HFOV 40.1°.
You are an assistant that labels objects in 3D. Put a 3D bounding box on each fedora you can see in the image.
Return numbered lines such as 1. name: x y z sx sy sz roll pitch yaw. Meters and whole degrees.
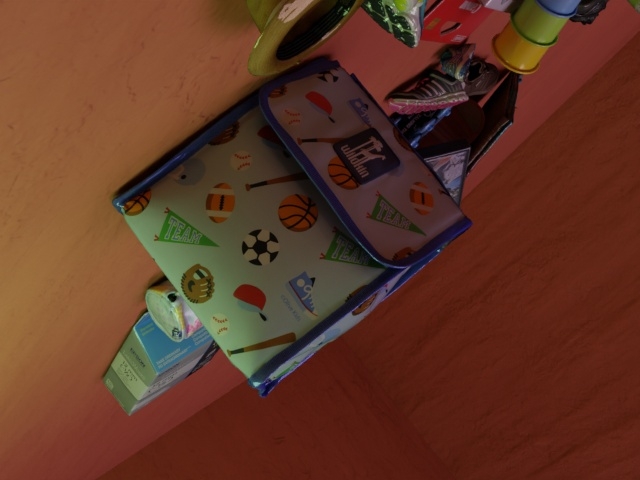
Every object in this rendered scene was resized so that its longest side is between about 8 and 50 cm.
1. fedora: -0.024 -0.256 0.928 0.194 0.079 0.194 -40 176 -3

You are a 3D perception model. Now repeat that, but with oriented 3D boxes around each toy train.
1. toy train: 0.212 -0.260 1.798 0.184 0.080 0.105 -45 177 31

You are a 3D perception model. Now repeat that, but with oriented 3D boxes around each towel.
1. towel: 0.393 -0.258 2.143 0.271 0.040 0.370 -53 -176 31

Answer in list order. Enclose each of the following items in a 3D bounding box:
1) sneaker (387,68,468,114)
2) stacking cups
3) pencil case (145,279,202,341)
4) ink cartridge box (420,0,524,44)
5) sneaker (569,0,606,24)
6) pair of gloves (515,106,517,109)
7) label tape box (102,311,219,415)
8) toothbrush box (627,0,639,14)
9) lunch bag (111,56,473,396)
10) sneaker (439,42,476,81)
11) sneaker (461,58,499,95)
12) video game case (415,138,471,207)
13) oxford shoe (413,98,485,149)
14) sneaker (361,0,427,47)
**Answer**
1. sneaker: 0.200 -0.289 1.679 0.170 0.075 0.063 -11 175 -20
2. stacking cups: 0.390 -0.399 1.381 0.096 0.096 0.316 -32 166 -37
3. pencil case: -0.204 0.081 1.689 0.273 0.113 0.124 -32 148 -34
4. ink cartridge box: 0.299 -0.408 1.474 0.261 0.066 0.296 -45 168 26
5. sneaker: 0.629 -0.561 1.952 0.227 0.087 0.130 -35 171 -8
6. pair of gloves: 0.440 -0.281 2.105 0.074 0.010 0.083 -56 -176 -13
7. label tape box: -0.311 0.220 1.926 0.249 0.115 0.348 -31 169 -40
8. toothbrush box: 0.568 -0.526 1.521 0.122 0.206 0.283 -40 171 7
9. lunch bag: -0.030 -0.030 1.215 0.385 0.328 0.239 -36 171 -8
10. sneaker: 0.259 -0.348 1.665 0.135 0.058 0.052 -61 169 -58
11. sneaker: 0.338 -0.352 1.867 0.188 0.066 0.071 -31 166 -44
12. video game case: 0.183 -0.099 1.918 0.275 0.035 0.248 -14 143 -9
13. oxford shoe: 0.225 -0.169 2.074 0.397 0.140 0.146 -38 173 -7
14. sneaker: 0.110 -0.325 1.069 0.110 0.107 0.275 -47 172 -9
